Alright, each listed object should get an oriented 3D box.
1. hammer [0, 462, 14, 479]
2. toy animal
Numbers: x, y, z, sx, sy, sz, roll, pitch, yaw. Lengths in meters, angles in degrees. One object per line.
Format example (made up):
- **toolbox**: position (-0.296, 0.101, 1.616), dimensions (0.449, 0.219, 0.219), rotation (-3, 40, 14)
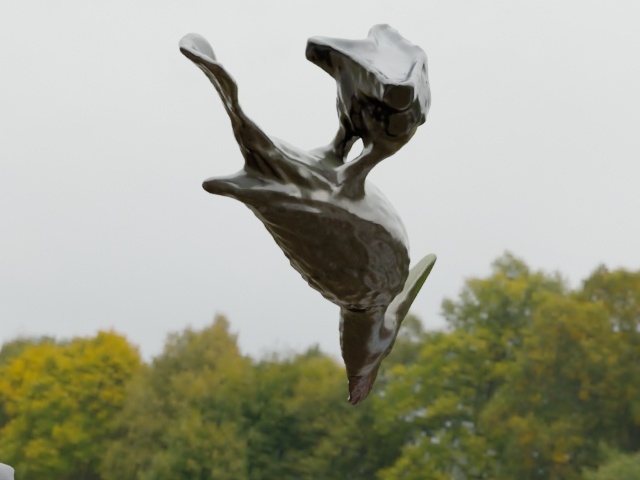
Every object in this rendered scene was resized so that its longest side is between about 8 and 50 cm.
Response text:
- **hammer**: position (-0.255, 0.238, 0.706), dimensions (0.137, 0.290, 0.037), rotation (40, 18, 28)
- **toy animal**: position (0.008, -0.008, 0.500), dimensions (0.070, 0.105, 0.202), rotation (48, -23, 46)
